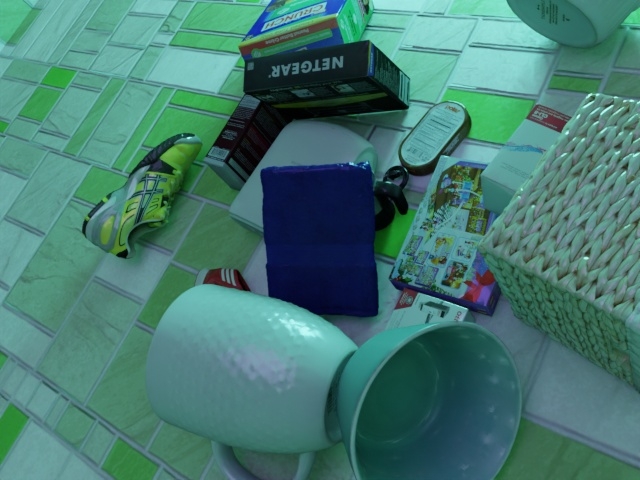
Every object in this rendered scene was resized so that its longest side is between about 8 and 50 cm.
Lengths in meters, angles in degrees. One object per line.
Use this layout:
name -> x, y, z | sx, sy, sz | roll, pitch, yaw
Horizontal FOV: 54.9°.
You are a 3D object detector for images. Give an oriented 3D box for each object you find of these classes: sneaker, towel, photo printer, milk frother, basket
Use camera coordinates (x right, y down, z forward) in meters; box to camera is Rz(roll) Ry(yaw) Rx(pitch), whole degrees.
sneaker -> -0.225, 0.154, 1.350 | 0.128, 0.087, 0.221 | -9, 61, 25
towel -> 0.000, 0.000, 1.220 | 0.228, 0.076, 0.308 | -1, 102, 13
sneaker -> -0.431, -0.114, 1.602 | 0.147, 0.145, 0.384 | 40, 82, 7
photo printer -> -0.032, -0.130, 1.393 | 0.256, 0.107, 0.307 | 26, 78, 36
milk frother -> 0.115, -0.116, 1.289 | 0.129, 0.135, 0.143 | -13, 59, 19
basket -> 0.461, 0.005, 0.922 | 0.266, 0.328, 0.331 | 33, 82, 39

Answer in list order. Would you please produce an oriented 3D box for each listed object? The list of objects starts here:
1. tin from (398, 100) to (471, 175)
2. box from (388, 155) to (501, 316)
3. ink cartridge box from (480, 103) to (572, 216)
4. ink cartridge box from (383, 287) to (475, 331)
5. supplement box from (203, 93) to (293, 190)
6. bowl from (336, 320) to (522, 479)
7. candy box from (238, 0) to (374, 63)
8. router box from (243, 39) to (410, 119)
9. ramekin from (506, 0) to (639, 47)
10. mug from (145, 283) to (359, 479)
tin -> 0.249, -0.224, 1.344 | 0.106, 0.040, 0.189 | 36, 83, 33
box -> 0.280, -0.018, 1.196 | 0.201, 0.057, 0.293 | 15, 71, 33
ink cartridge box -> 0.386, -0.119, 1.087 | 0.127, 0.128, 0.176 | 34, 78, 29
ink cartridge box -> 0.202, 0.157, 1.140 | 0.135, 0.056, 0.099 | 17, 71, 34
supplement box -> -0.173, -0.253, 1.522 | 0.073, 0.130, 0.239 | 19, 73, 35
bowl -> 0.150, 0.262, 0.989 | 0.311, 0.311, 0.163 | -55, 24, -9
candy box -> -0.028, -0.541, 1.555 | 0.268, 0.122, 0.317 | -7, 41, 24
router box -> 0.018, -0.354, 1.402 | 0.309, 0.243, 0.081 | 1, 85, 27
ramekin -> 0.497, -0.500, 1.235 | 0.273, 0.273, 0.127 | 36, 96, 37
mug -> -0.104, 0.288, 1.124 | 0.328, 0.276, 0.374 | 9, 98, 27
